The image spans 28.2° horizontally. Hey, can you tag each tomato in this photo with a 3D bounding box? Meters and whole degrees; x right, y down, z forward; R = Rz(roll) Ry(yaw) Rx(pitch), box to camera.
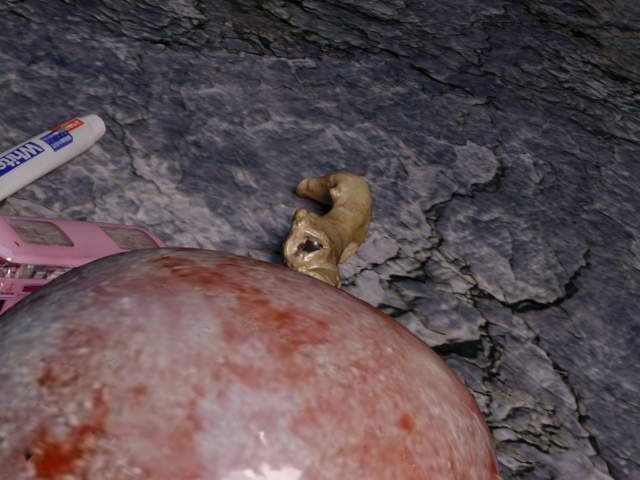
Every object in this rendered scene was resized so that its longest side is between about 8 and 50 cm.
[{"bbox_3d":[-0.063,0.156,0.593,0.283,0.316,0.316,35,31,2],"label":"tomato"}]

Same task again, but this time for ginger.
[{"bbox_3d":[0.000,0.000,1.127,0.089,0.075,0.288,60,19,-22],"label":"ginger"}]

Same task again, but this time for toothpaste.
[{"bbox_3d":[-0.257,-0.063,1.089,0.052,0.033,0.218,28,34,16],"label":"toothpaste"}]

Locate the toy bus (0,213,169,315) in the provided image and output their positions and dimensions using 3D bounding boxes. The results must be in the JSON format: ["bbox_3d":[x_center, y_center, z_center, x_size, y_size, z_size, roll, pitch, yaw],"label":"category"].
[{"bbox_3d":[-0.184,0.031,0.903,0.063,0.090,0.203,42,20,27],"label":"toy bus"}]
